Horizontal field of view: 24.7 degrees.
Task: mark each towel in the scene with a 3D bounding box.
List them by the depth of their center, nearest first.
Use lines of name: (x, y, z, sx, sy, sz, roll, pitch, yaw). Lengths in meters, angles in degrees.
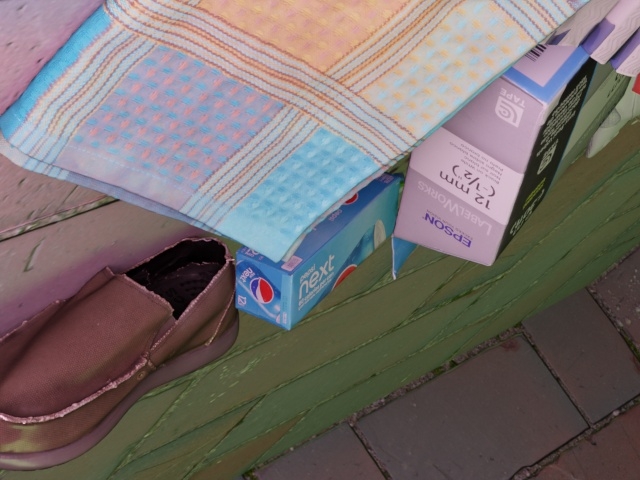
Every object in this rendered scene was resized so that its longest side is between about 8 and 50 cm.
towel: (-0.004, -0.128, 0.957, 0.271, 0.040, 0.370, 23, 130, -40)

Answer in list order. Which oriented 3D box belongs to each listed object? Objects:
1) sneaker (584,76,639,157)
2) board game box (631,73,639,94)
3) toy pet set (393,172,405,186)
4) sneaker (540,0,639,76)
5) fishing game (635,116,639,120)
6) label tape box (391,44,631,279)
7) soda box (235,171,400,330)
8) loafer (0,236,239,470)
sneaker: (0.362, -0.194, 1.704, 0.210, 0.137, 0.366, -35, 162, 5)
board game box: (0.387, -0.229, 1.428, 0.281, 0.027, 0.145, -24, 133, -54)
toy pet set: (0.153, -0.094, 1.744, 0.114, 0.065, 0.122, -2, 171, 15)
sneaker: (0.153, -0.236, 1.059, 0.315, 0.182, 0.127, 13, 137, -32)
fishing game: (0.466, -0.207, 2.113, 0.264, 0.041, 0.189, -21, 164, -46)
label tape box: (0.184, -0.116, 1.292, 0.249, 0.115, 0.348, -49, 161, -29)
soda box: (0.000, 0.000, 1.475, 0.210, 0.067, 0.071, -41, 144, -44)
loafer: (-0.208, 0.083, 1.353, 0.366, 0.133, 0.130, -33, 144, -50)
